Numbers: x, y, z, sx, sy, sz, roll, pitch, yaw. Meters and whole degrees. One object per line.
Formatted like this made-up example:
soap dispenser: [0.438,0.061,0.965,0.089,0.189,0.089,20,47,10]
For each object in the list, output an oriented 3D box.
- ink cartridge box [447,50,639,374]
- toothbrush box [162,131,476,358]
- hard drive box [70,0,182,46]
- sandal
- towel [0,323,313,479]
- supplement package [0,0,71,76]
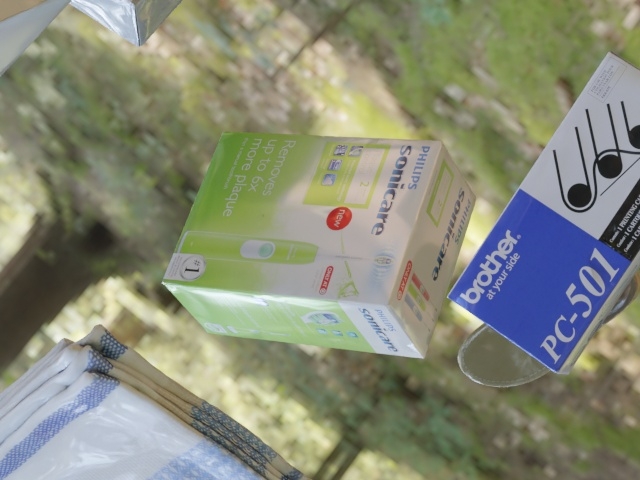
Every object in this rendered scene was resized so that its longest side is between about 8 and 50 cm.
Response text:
ink cartridge box: [0.188,-0.018,1.223,0.097,0.207,0.046,35,-173,17]
toothbrush box: [0.000,0.000,1.914,0.283,0.206,0.122,6,152,29]
hard drive box: [-0.204,-0.358,1.952,0.181,0.232,0.089,32,157,13]
sandal: [0.277,0.095,2.038,0.088,0.240,0.079,59,-154,6]
towel: [-0.086,0.178,0.917,0.285,0.209,0.034,39,-156,-28]
supplement package: [-0.360,-0.209,1.584,0.149,0.194,0.203,51,125,0]
